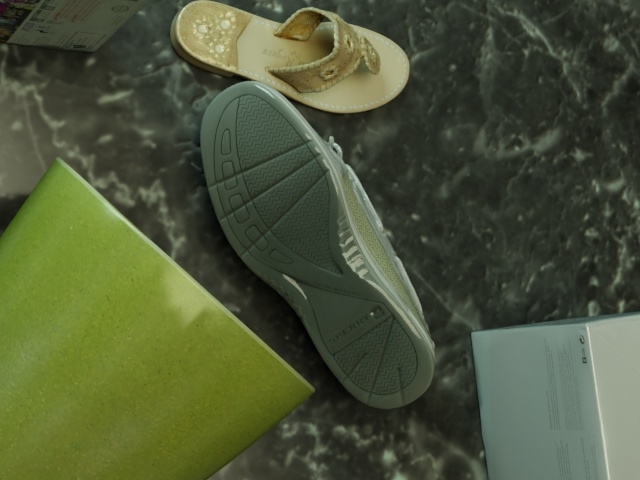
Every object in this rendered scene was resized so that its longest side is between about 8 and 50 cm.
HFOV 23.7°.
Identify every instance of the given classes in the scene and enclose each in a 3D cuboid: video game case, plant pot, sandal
[{"bbox_3d":[-0.248,-0.208,1.209,0.210,0.232,0.041,5,80,-22],"label":"video game case"},{"bbox_3d":[-0.202,0.134,1.197,0.275,0.275,0.293,43,85,-13],"label":"plant pot"},{"bbox_3d":[-0.012,-0.173,1.388,0.240,0.079,0.088,9,81,-22],"label":"sandal"}]

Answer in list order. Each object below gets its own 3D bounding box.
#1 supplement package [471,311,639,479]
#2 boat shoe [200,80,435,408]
[{"bbox_3d":[0.261,0.166,1.401,0.149,0.203,0.194,-6,87,-24],"label":"supplement package"},{"bbox_3d":[0.003,0.000,1.372,0.118,0.103,0.320,-33,95,17],"label":"boat shoe"}]
